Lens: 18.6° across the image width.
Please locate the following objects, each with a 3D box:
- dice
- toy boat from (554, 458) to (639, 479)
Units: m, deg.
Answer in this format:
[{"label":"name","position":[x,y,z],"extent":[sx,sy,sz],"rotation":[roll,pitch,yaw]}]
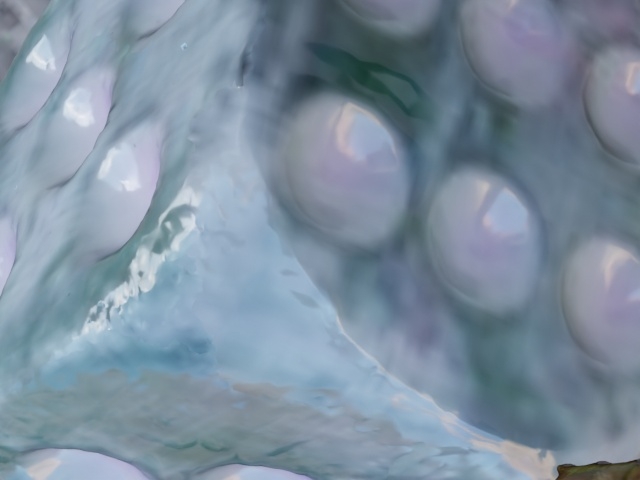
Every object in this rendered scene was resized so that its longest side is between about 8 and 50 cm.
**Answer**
[{"label":"dice","position":[0.000,0.000,1.116],"extent":[0.328,0.330,0.348],"rotation":[28,144,-28]},{"label":"toy boat","position":[0.101,0.113,0.744],"extent":[0.172,0.066,0.065],"rotation":[-6,135,36]}]
